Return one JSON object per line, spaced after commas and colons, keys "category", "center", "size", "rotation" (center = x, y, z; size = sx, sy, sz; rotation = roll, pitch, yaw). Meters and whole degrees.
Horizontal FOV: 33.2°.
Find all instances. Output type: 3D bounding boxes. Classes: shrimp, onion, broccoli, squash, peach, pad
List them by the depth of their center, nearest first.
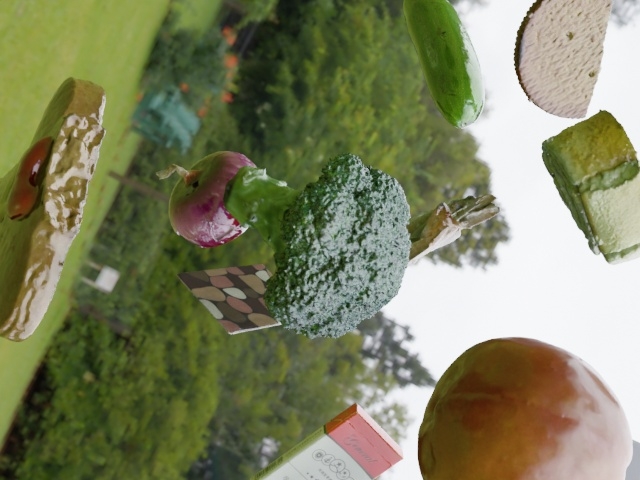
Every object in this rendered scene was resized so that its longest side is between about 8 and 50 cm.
{"category": "squash", "center": [0.178, -0.277, 1.551], "size": [0.082, 0.082, 0.292], "rotation": [-56, -146, 39]}
{"category": "broccoli", "center": [0.000, 0.000, 1.582], "size": [0.297, 0.297, 0.297], "rotation": [-34, 142, -31]}
{"category": "peach", "center": [0.313, 0.325, 1.726], "size": [0.343, 0.302, 0.343], "rotation": [-54, -167, 18]}
{"category": "onion", "center": [-0.178, -0.072, 1.822], "size": [0.177, 0.177, 0.153], "rotation": [-71, 152, -50]}
{"category": "pad", "center": [-0.131, 0.100, 1.906], "size": [0.235, 0.158, 0.003], "rotation": [-5, 133, -53]}
{"category": "shrimp", "center": [0.199, -0.002, 2.043], "size": [0.317, 0.077, 0.168], "rotation": [-29, -162, 8]}

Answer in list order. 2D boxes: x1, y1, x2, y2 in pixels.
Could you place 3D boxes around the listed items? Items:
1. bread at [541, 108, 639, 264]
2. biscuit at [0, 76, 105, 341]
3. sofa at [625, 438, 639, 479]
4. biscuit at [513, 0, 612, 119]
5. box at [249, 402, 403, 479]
{"category": "bread", "center": [0.445, -0.066, 1.667], "size": [0.124, 0.257, 0.186], "rotation": [-26, -151, 9]}
{"category": "biscuit", "center": [-0.402, -0.016, 1.375], "size": [0.394, 0.076, 0.368], "rotation": [-30, -137, 49]}
{"category": "sofa", "center": [0.506, 0.376, 1.904], "size": [0.085, 0.147, 0.060], "rotation": [-67, -162, -4]}
{"category": "biscuit", "center": [0.308, -0.253, 1.374], "size": [0.025, 0.126, 0.206], "rotation": [-110, -158, -58]}
{"category": "box", "center": [0.010, 0.401, 1.887], "size": [0.245, 0.139, 0.035], "rotation": [-39, -159, 13]}
